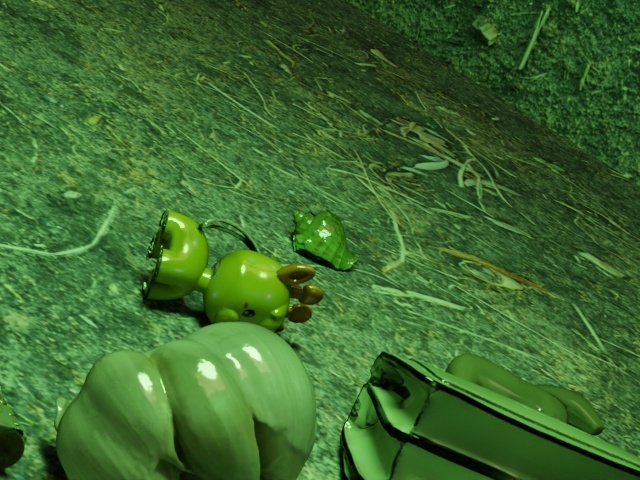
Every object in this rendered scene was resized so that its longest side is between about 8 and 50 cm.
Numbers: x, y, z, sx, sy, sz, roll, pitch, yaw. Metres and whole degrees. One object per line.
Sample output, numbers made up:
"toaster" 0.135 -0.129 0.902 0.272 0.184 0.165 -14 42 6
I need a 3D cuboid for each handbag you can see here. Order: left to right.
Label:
"handbag" 0.213 0.259 1.889 0.358 0.160 0.237 24 5 -9

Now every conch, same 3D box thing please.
"conch" 0.000 0.000 2.497 0.121 0.074 0.089 45 53 5

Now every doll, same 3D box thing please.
"doll" -0.108 0.052 2.111 0.220 0.143 0.135 16 48 -9

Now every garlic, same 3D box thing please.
"garlic" -0.103 0.179 1.678 0.281 0.185 0.203 -1 51 -55

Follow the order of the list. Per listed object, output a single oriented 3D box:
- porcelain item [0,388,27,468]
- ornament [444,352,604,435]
"porcelain item" -0.344 0.143 1.662 0.084 0.054 0.213 16 19 -30
"ornament" 0.266 0.219 2.221 0.230 0.061 0.245 27 22 -1
